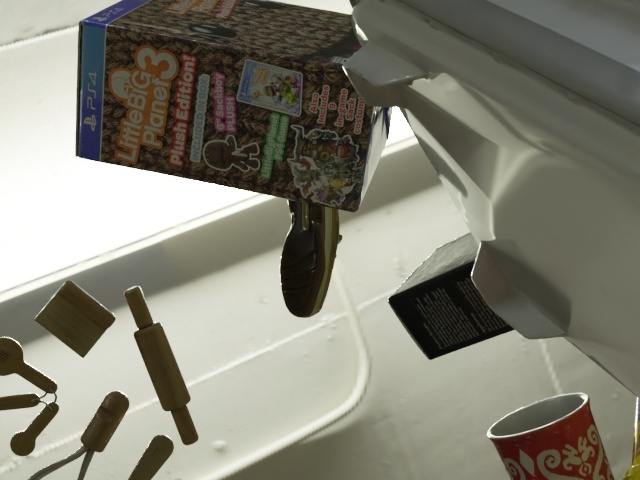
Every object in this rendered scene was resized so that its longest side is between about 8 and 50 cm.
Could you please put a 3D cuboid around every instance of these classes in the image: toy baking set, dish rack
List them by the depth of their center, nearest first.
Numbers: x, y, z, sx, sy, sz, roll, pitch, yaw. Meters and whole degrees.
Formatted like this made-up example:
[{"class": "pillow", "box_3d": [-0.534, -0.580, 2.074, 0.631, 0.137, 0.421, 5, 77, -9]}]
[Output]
[{"class": "dish rack", "box_3d": [0.134, 0.008, 0.447, 0.072, 0.333, 0.286, -40, -51, -6]}, {"class": "toy baking set", "box_3d": [-0.218, 0.169, 0.989, 0.196, 0.030, 0.256, -26, -83, -13]}]

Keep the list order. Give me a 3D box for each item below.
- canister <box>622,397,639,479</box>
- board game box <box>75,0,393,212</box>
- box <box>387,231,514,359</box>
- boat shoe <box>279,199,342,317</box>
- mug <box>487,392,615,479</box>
[{"class": "canister", "box_3d": [0.346, 0.162, 0.945, 0.073, 0.126, 0.170, 48, -136, -34]}, {"class": "board game box", "box_3d": [-0.074, -0.160, 1.086, 0.290, 0.232, 0.141, 11, -65, 7]}, {"class": "box", "box_3d": [0.219, 0.055, 1.396, 0.108, 0.207, 0.153, 55, -133, -6]}, {"class": "boat shoe", "box_3d": [0.000, 0.000, 1.250, 0.072, 0.068, 0.190, 14, -100, -52]}, {"class": "mug", "box_3d": [0.275, 0.255, 1.108, 0.150, 0.113, 0.169, -22, -90, -29]}]
